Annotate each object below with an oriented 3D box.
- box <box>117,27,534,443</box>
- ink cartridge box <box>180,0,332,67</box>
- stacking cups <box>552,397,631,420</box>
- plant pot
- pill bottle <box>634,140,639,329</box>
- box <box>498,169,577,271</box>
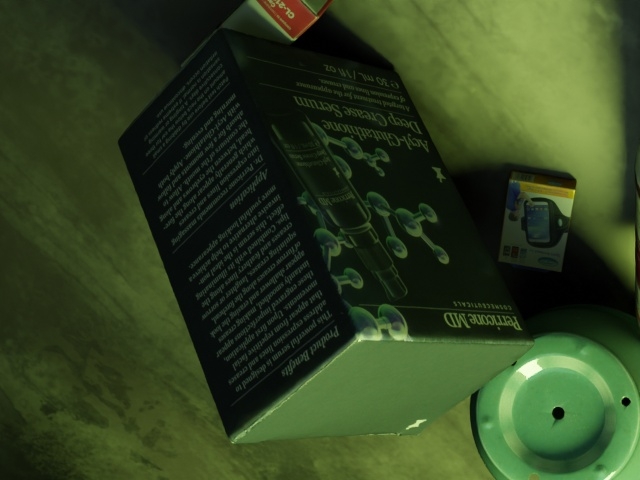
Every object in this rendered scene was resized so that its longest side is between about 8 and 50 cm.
[{"bbox_3d":[0.000,0.000,1.479,0.212,0.293,0.395,-42,60,33],"label":"box"},{"bbox_3d":[-0.066,-0.251,1.557,0.072,0.127,0.175,45,122,-11],"label":"ink cartridge box"},{"bbox_3d":[0.398,0.218,1.734,0.316,0.096,0.096,-7,118,15],"label":"stacking cups"},{"bbox_3d":[0.295,0.204,1.580,0.271,0.255,0.272,-2,84,17],"label":"plant pot"},{"bbox_3d":[0.443,-0.030,1.403,0.224,0.224,0.392,4,145,15],"label":"pill bottle"},{"bbox_3d":[0.266,-0.016,1.659,0.081,0.028,0.136,10,121,11],"label":"box"}]
